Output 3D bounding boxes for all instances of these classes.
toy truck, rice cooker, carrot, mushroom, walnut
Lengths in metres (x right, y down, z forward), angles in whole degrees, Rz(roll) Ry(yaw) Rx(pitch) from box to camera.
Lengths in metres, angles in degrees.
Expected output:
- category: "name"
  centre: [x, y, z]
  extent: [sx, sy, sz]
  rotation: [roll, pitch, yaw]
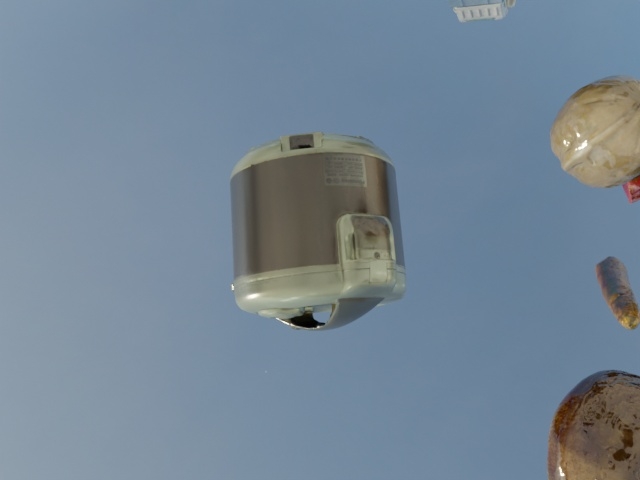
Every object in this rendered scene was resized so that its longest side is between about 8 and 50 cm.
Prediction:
- category: "toy truck"
  centre: [0.327, -0.602, 1.191]
  extent: [0.146, 0.367, 0.175]
  rotation: [5, -96, 25]
- category: "rice cooker"
  centre: [0.000, 0.000, 1.033]
  extent: [0.335, 0.335, 0.325]
  rotation: [-3, -102, -6]
- category: "carrot"
  centre: [0.635, 0.113, 1.195]
  extent: [0.066, 0.314, 0.066]
  rotation: [6, -69, 16]
- category: "mushroom"
  centre: [0.389, 0.264, 0.690]
  extent: [0.231, 0.138, 0.194]
  rotation: [-18, -77, -26]
- category: "walnut"
  centre: [0.383, -0.143, 0.750]
  extent: [0.140, 0.162, 0.140]
  rotation: [7, -118, -13]

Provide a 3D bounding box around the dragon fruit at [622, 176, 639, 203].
- category: "dragon fruit"
  centre: [0.672, -0.235, 1.205]
  extent: [0.134, 0.211, 0.262]
  rotation: [-24, -111, 21]
